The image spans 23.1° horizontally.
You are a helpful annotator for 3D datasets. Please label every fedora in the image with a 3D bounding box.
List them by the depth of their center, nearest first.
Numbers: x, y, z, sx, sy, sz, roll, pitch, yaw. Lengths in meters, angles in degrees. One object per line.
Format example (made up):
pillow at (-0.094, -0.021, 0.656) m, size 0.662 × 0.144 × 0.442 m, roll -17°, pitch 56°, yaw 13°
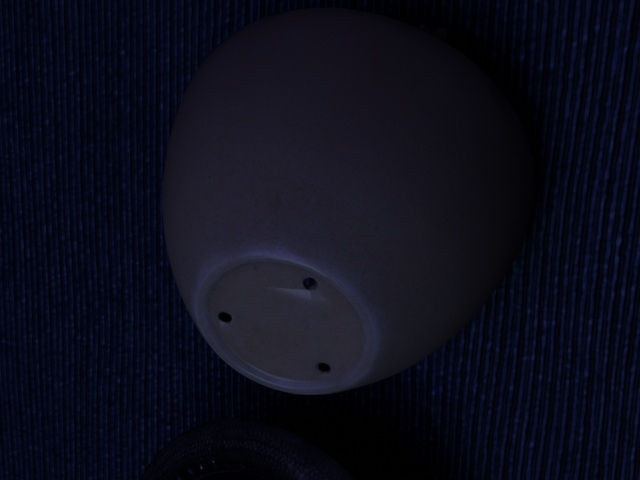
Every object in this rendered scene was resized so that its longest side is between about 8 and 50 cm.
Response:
fedora at (-0.015, 0.284, 1.353) m, size 0.334 × 0.152 × 0.334 m, roll 14°, pitch 115°, yaw 32°

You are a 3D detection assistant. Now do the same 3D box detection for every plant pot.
plant pot at (0.000, 0.000, 1.141) m, size 0.284 × 0.191 × 0.284 m, roll 11°, pitch 131°, yaw 12°

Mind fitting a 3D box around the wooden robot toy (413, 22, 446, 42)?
wooden robot toy at (0.043, -0.121, 1.227) m, size 0.173 × 0.076 × 0.079 m, roll -59°, pitch 35°, yaw 36°
